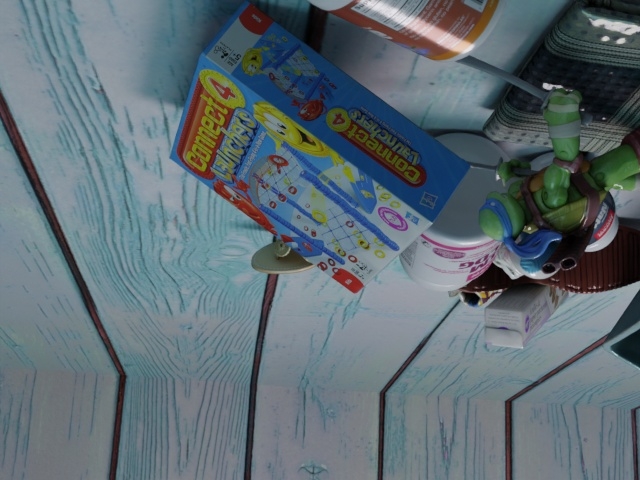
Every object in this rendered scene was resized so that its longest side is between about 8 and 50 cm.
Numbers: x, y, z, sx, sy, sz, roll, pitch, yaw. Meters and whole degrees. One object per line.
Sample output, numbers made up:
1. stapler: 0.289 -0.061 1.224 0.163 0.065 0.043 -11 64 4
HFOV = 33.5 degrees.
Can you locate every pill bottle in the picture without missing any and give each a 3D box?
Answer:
1. pill bottle: 0.186 -0.028 1.518 0.160 0.160 0.283 2 162 2
2. pill bottle: 0.054 -0.247 0.939 0.216 0.121 0.121 17 157 -35
3. pill bottle: 0.359 -0.047 1.515 0.108 0.108 0.180 -8 159 31

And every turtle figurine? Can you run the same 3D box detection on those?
1. turtle figurine: 0.272 -0.114 1.202 0.266 0.275 0.198 -13 134 -20

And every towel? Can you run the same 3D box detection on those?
1. towel: 0.388 -0.178 1.230 0.324 0.056 0.312 8 158 -7

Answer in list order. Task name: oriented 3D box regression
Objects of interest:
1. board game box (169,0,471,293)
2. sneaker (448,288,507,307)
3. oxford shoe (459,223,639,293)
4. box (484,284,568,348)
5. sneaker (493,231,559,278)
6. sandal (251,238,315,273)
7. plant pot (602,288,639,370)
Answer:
1. board game box: -0.017 -0.093 1.251 0.302 0.086 0.308 36 158 -1
2. sneaker: 0.300 0.090 1.976 0.185 0.084 0.069 16 158 -34
3. oxford shoe: 0.374 0.018 1.759 0.348 0.123 0.130 1 -172 4
4. box: 0.354 0.103 1.796 0.067 0.063 0.324 3 -166 25
5. sneaker: 0.305 0.020 1.582 0.092 0.087 0.229 -47 -179 17
6. sandal: 0.000 -0.004 1.797 0.240 0.088 0.079 -4 130 -1
7. plant pot: 0.633 0.101 1.645 0.247 0.252 0.247 31 161 5
